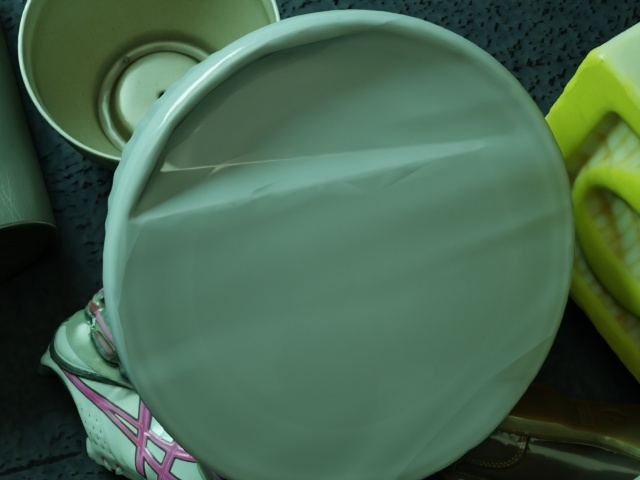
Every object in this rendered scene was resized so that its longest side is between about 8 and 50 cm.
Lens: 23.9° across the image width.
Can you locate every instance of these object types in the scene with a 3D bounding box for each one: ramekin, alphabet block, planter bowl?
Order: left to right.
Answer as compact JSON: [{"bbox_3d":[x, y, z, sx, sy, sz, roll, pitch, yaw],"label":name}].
[{"bbox_3d":[-0.105,-0.108,0.976,0.162,0.109,0.162,0,73,-1],"label":"planter bowl"},{"bbox_3d":[0.000,0.000,0.870,0.272,0.127,0.273,-4,105,-17],"label":"ramekin"},{"bbox_3d":[0.255,-0.040,0.896,0.197,0.193,0.192,-30,74,-23],"label":"alphabet block"}]

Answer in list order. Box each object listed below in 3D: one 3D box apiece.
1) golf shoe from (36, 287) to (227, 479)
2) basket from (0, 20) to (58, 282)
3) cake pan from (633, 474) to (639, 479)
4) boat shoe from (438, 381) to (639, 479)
[{"bbox_3d":[-0.099,0.121,0.939,0.086,0.067,0.186,-41,81,22],"label":"golf shoe"},{"bbox_3d":[-0.270,-0.078,0.949,0.204,0.154,0.227,-25,78,-7],"label":"basket"},{"bbox_3d":[0.264,0.242,0.799,0.293,0.054,0.293,2,55,-3],"label":"cake pan"},{"bbox_3d":[0.175,0.138,0.930,0.207,0.073,0.073,13,111,7],"label":"boat shoe"}]
